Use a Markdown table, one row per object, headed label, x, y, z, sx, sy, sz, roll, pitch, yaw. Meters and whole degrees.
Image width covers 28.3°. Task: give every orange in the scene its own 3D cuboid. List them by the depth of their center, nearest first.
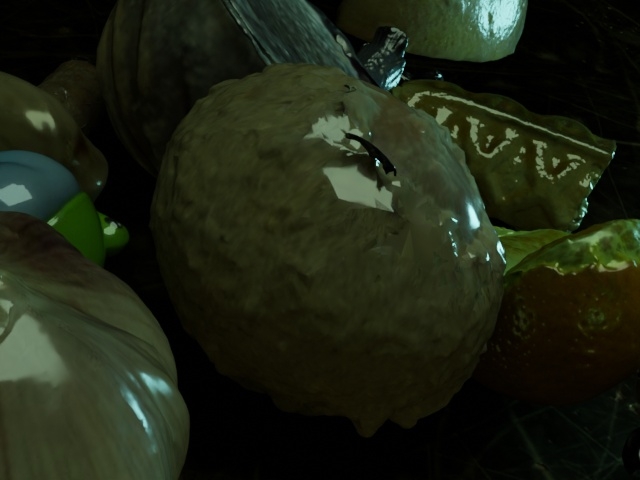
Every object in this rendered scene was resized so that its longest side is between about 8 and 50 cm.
| label | x | y | z | sx | sy | sz | roll | pitch | yaw |
| --- | --- | --- | --- | --- | --- | --- | --- | --- | --- |
| orange | 0.201 | 0.057 | 1.101 | 0.179 | 0.158 | 0.237 | -21 | 12 | -33 |

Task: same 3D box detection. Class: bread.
| label | x | y | z | sx | sy | sz | roll | pitch | yaw |
| --- | --- | --- | --- | --- | --- | --- | --- | --- | --- |
| bread | 0.175 | -0.096 | 1.392 | 0.268 | 0.130 | 0.152 | 20 | 35 | 4 |

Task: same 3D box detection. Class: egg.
| label | x | y | z | sx | sy | sz | roll | pitch | yaw |
| --- | --- | --- | --- | --- | --- | --- | --- | --- | --- |
| egg | 0.000 | 0.000 | 0.994 | 0.279 | 0.279 | 0.310 | -9 | 52 | -39 |

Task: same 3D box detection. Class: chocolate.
| label | x | y | z | sx | sy | sz | roll | pitch | yaw |
| --- | --- | --- | --- | --- | --- | --- | --- | --- | --- |
| chocolate | -0.097 | -0.144 | 1.237 | 0.303 | 0.213 | 0.303 | 46 | 20 | -23 |

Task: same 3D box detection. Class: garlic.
| label | x | y | z | sx | sy | sz | roll | pitch | yaw |
| --- | --- | --- | --- | --- | --- | --- | --- | --- | --- |
| garlic | -0.230 | 0.102 | 0.768 | 0.322 | 0.241 | 0.322 | 20 | 8 | -3 |

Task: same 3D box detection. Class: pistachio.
| label | x | y | z | sx | sy | sz | roll | pitch | yaw |
| --- | --- | --- | --- | --- | --- | --- | --- | --- | --- |
| pistachio | -0.281 | -0.086 | 1.123 | 0.206 | 0.129 | 0.131 | 29 | 21 | 30 |

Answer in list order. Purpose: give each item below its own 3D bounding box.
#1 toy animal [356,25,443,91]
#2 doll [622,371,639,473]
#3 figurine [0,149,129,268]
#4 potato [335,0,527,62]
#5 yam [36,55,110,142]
| label | x | y | z | sx | sy | sz | roll | pitch | yaw |
| --- | --- | --- | --- | --- | --- | --- | --- | --- | --- |
| toy animal | 0.061 | -0.179 | 1.478 | 0.121 | 0.117 | 0.210 | 31 | 29 | 7 |
| doll | 0.332 | 0.174 | 1.042 | 0.182 | 0.117 | 0.257 | 39 | 27 | 0 |
| figurine | -0.287 | -0.003 | 0.987 | 0.263 | 0.143 | 0.162 | 7 | 21 | 14 |
| potato | 0.179 | -0.364 | 1.763 | 0.264 | 0.211 | 0.189 | 22 | 28 | -2 |
| yam | -0.256 | -0.123 | 1.250 | 0.084 | 0.084 | 0.127 | 22 | 34 | 6 |
